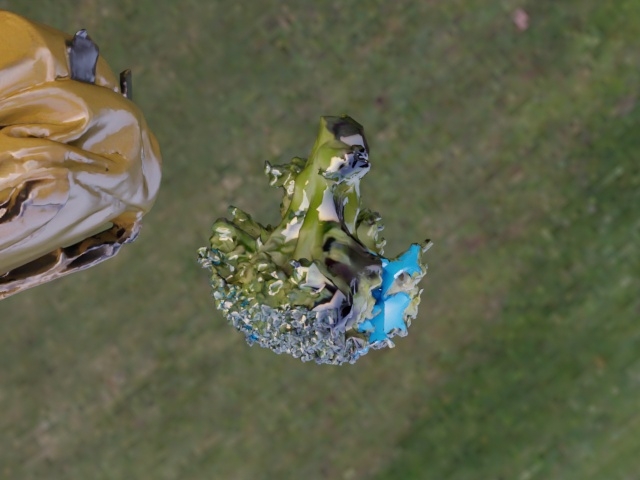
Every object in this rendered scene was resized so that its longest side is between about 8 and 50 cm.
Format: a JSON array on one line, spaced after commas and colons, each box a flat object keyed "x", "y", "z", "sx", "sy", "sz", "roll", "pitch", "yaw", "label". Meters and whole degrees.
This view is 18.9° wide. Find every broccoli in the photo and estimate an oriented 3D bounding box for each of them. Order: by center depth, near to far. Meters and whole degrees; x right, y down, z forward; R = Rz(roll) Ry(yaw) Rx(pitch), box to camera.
[{"x": 0.000, "y": 0.000, "z": 1.235, "sx": 0.167, "sy": 0.154, "sz": 0.160, "roll": -17, "pitch": 133, "yaw": -50, "label": "broccoli"}]

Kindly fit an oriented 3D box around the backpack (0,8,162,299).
[{"x": -0.318, "y": -0.043, "z": 1.497, "sx": 0.378, "sy": 0.201, "sz": 0.353, "roll": -21, "pitch": 167, "yaw": -1, "label": "backpack"}]
